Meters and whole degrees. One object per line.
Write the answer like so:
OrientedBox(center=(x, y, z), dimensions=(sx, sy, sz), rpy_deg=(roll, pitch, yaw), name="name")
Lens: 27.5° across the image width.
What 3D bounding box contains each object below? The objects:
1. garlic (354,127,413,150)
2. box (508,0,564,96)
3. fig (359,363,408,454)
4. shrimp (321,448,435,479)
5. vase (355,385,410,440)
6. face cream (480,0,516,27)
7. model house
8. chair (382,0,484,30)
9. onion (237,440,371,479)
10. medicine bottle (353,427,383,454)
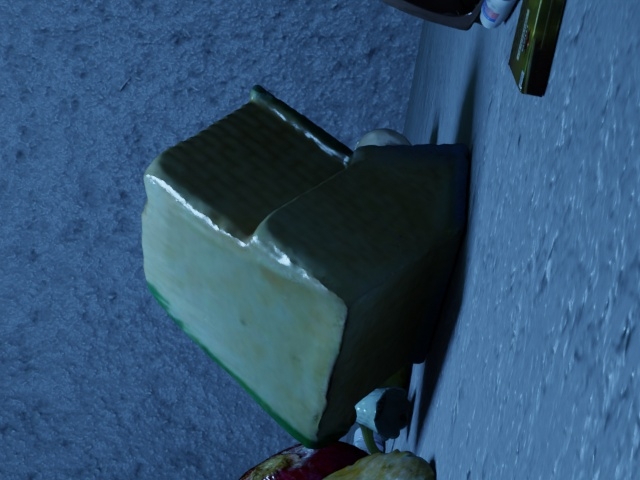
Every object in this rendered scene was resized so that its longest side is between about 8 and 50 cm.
OrientedBox(center=(0.112, -0.085, 2.331), dimensions=(0.228, 0.152, 0.228), rpy_deg=(17, -90, -85), name="garlic")
OrientedBox(center=(0.197, -0.191, 1.208), dimensions=(0.133, 0.023, 0.090), rpy_deg=(-81, -1, -71), name="box")
OrientedBox(center=(0.073, 0.259, 2.063), dimensions=(0.149, 0.149, 0.245), rpy_deg=(-80, -15, -66), name="fig")
OrientedBox(center=(-0.020, 0.395, 1.421), dimensions=(0.445, 0.085, 0.272), rpy_deg=(-47, 18, -31), name="shrimp")
OrientedBox(center=(0.050, 0.241, 1.921), dimensions=(0.081, 0.148, 0.081), rpy_deg=(-7, -81, -48), name="vase")
OrientedBox(center=(0.206, -0.273, 1.517), dimensions=(0.130, 0.034, 0.034), rpy_deg=(96, -176, -83), name="face cream")
OrientedBox(center=(0.000, 0.000, 1.765), dimensions=(0.342, 0.382, 0.335), rpy_deg=(-36, -27, -33), name="model house")
OrientedBox(center=(0.148, -0.341, 1.669), dimensions=(0.326, 0.175, 0.183), rpy_deg=(107, -178, -61), name="chair")
OrientedBox(center=(0.014, 0.379, 1.812), dimensions=(0.207, 0.216, 0.206), rpy_deg=(-39, 14, -30), name="onion")
OrientedBox(center=(0.078, 0.380, 2.248), dimensions=(0.118, 0.055, 0.074), rpy_deg=(-80, -2, -46), name="medicine bottle")
